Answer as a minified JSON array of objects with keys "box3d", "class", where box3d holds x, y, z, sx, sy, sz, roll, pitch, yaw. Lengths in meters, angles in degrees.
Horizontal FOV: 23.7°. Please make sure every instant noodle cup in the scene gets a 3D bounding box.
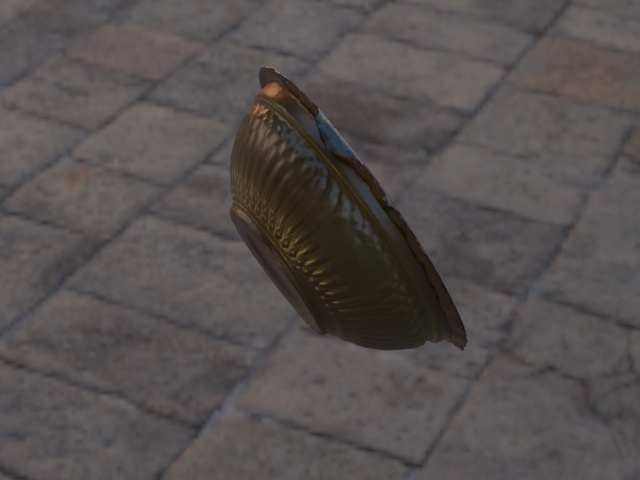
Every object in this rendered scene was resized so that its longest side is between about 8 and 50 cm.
[{"box3d":[0.000,0.000,1.192,0.091,0.274,0.274,-37,43,-7],"class":"instant noodle cup"}]
